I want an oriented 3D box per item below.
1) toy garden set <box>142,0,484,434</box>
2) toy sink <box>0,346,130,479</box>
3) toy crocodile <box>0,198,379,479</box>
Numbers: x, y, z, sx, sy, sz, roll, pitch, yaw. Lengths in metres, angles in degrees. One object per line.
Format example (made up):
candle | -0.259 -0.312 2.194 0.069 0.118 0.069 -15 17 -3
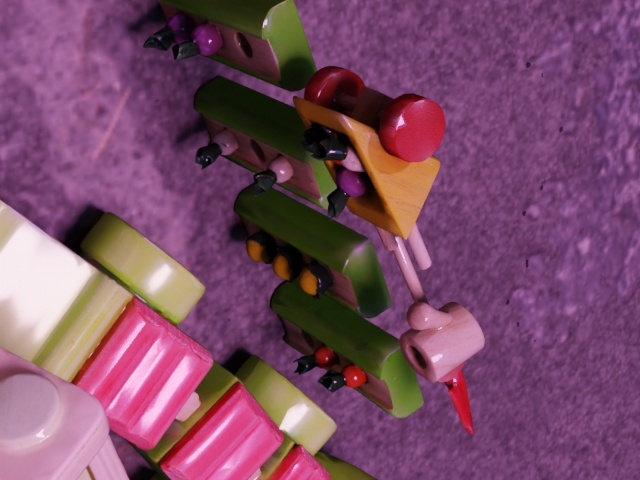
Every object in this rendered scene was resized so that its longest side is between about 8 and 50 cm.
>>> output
toy garden set | 0.000 0.000 0.689 0.049 0.204 0.244 -33 124 -21
toy sink | -0.170 0.124 0.590 0.153 0.131 0.234 -54 154 -29
toy crocodile | -0.072 0.091 0.736 0.115 0.105 0.340 -51 129 -10
